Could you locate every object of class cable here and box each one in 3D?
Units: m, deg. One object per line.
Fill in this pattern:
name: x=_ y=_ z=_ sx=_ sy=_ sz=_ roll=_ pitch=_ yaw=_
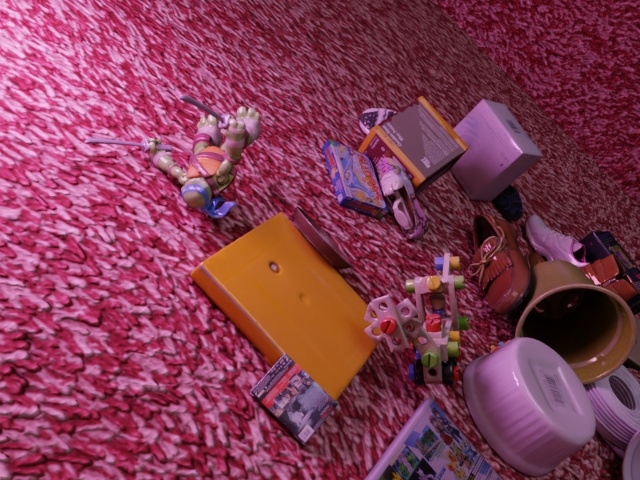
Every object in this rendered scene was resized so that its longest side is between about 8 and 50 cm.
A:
cable: x=0.744 y=0.404 z=1.693 sx=0.257 sy=0.089 sz=0.257 roll=44 pitch=33 yaw=0

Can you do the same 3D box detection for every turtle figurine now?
turtle figurine: x=-0.222 y=-0.197 z=1.227 sx=0.275 sy=0.198 sz=0.266 roll=41 pitch=29 yaw=-12

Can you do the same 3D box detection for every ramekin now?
ramekin: x=0.449 y=0.340 z=1.407 sx=0.277 sy=0.135 sz=0.277 roll=28 pitch=37 yaw=-23

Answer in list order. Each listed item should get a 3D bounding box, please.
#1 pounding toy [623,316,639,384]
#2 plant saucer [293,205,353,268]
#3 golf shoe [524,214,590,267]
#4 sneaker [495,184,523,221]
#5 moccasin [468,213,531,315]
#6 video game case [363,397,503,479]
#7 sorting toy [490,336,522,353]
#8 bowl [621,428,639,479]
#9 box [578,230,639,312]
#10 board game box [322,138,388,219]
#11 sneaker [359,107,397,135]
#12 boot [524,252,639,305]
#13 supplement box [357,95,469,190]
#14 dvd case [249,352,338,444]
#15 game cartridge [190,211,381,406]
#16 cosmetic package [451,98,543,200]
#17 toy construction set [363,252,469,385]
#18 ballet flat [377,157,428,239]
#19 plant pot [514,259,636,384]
pounding toy: x=0.859 y=0.322 z=1.907 sx=0.237 sy=0.110 sz=0.183 roll=-24 pitch=69 yaw=-41
plant saucer: x=0.000 y=0.000 z=1.343 sx=0.168 sy=0.029 sz=0.168 roll=46 pitch=3 yaw=-3
golf shoe: x=0.751 y=0.023 z=2.072 sx=0.115 sy=0.140 sz=0.306 roll=12 pitch=44 yaw=-37
sneaker: x=0.603 y=-0.156 z=2.161 sx=0.081 sy=0.080 sz=0.211 roll=20 pitch=45 yaw=-60
moccasin: x=0.456 y=0.050 z=1.731 sx=0.147 sy=0.139 sz=0.380 roll=28 pitch=38 yaw=-11
video game case: x=0.218 y=0.463 z=1.119 sx=0.300 sy=0.036 sz=0.329 roll=49 pitch=34 yaw=7
sorting toy: x=0.449 y=0.251 z=1.558 sx=0.083 sy=0.075 sz=0.044 roll=19 pitch=41 yaw=-34
bowl: x=0.851 y=0.537 z=1.530 sx=0.297 sy=0.298 sz=0.134 roll=55 pitch=12 yaw=16
box: x=0.905 y=0.121 z=2.102 sx=0.143 sy=0.165 sz=0.270 roll=-1 pitch=54 yaw=-46
board game box: x=0.085 y=-0.153 z=1.647 sx=0.136 sy=0.035 sz=0.201 roll=17 pitch=42 yaw=-35
sneaker: x=0.243 y=-0.289 z=1.919 sx=0.292 sy=0.110 sz=0.118 roll=23 pitch=-7 yaw=-7
boot: x=0.740 y=0.103 z=1.896 sx=0.109 sy=0.220 sz=0.283 roll=-3 pitch=56 yaw=-48
supplement box: x=0.242 y=-0.238 z=1.753 sx=0.194 sy=0.129 sz=0.191 roll=-36 pitch=81 yaw=-26
dvd case: x=-0.042 y=0.251 z=1.055 sx=0.119 sy=0.013 sz=0.087 roll=43 pitch=65 yaw=1
game cartridge: x=-0.043 y=0.119 z=1.210 sx=0.323 sy=0.053 sz=0.285 roll=49 pitch=33 yaw=2
cosmetic package: x=0.522 y=-0.278 z=2.077 sx=0.138 sy=0.224 sz=0.224 roll=-2 pitch=55 yaw=-45
toy construction set: x=0.211 y=0.158 z=1.299 sx=0.328 sy=0.151 sz=0.214 roll=-19 pitch=107 yaw=-59
ballet flat: x=0.197 y=-0.103 z=1.651 sx=0.079 sy=0.077 sz=0.221 roll=-29 pitch=94 yaw=-52
plant pot: x=0.610 y=0.178 z=1.674 sx=0.276 sy=0.276 sz=0.254 roll=38 pitch=22 yaw=-10
